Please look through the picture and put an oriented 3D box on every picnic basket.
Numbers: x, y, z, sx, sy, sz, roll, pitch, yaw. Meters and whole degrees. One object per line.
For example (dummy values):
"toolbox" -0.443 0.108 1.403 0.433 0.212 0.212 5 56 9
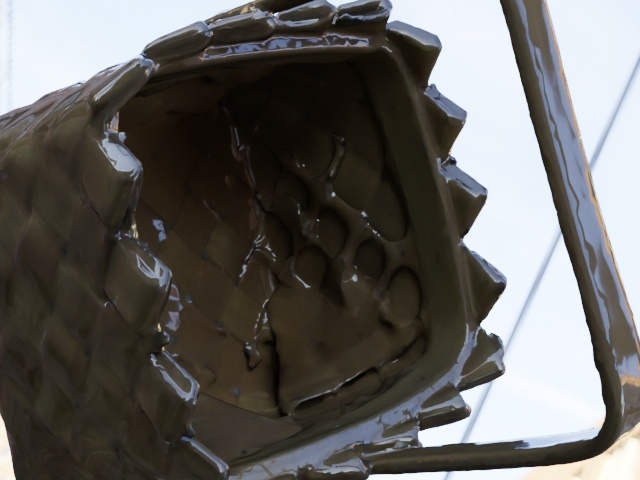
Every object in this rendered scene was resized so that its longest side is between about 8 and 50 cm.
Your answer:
"picnic basket" 0.000 0.000 0.783 0.321 0.291 0.254 -13 -86 40
